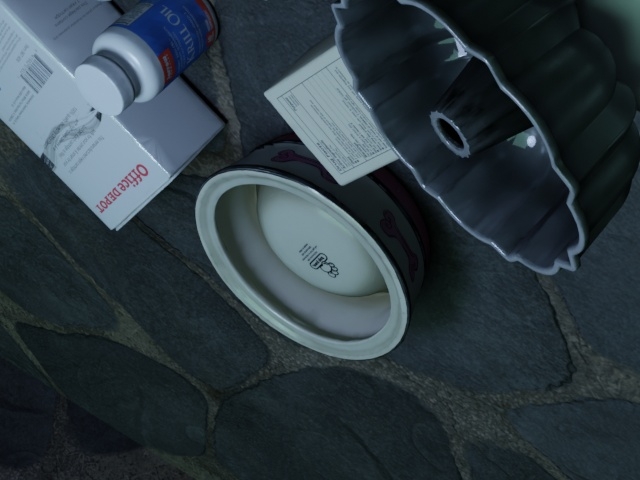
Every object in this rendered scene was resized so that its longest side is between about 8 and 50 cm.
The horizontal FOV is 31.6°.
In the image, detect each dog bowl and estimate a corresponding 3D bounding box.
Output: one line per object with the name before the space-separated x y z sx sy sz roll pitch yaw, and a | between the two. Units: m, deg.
dog bowl | 0.000 0.000 1.847 0.408 0.150 0.408 24 142 20

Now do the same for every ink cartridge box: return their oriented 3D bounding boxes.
ink cartridge box | -0.396 -0.241 1.927 0.395 0.166 0.285 47 146 -9

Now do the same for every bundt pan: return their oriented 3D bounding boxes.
bundt pan | 0.162 -0.131 1.033 0.331 0.124 0.331 48 167 15

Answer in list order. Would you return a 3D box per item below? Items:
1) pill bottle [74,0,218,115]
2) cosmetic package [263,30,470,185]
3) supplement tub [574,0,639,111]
pill bottle | -0.264 -0.286 1.704 0.124 0.221 0.124 25 144 20
cosmetic package | 0.090 -0.192 1.304 0.160 0.113 0.309 50 146 -14
supplement tub | 0.388 -0.277 1.002 0.241 0.331 0.241 25 144 20
